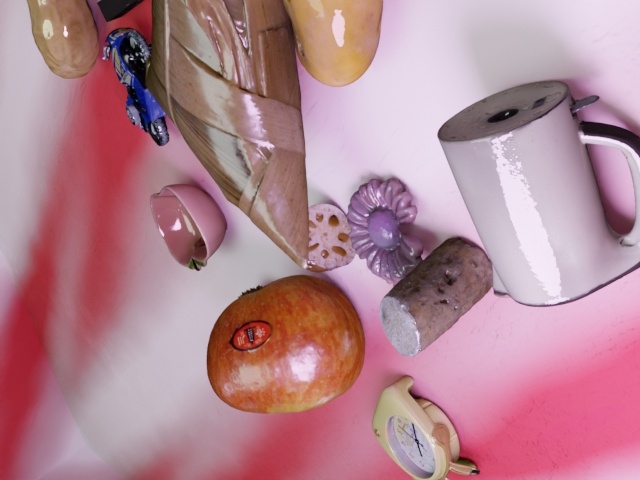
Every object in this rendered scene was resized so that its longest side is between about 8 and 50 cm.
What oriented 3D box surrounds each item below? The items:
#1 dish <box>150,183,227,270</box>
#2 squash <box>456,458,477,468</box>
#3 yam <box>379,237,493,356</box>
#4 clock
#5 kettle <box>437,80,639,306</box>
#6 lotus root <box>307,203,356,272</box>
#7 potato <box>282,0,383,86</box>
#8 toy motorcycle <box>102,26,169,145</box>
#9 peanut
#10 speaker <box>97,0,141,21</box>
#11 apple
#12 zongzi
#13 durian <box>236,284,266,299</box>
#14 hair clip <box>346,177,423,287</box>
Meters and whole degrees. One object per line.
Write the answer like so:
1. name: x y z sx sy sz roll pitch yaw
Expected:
1. dish: -0.278 -0.039 1.907 0.213 0.090 0.213 34 141 34
2. squash: 0.268 0.432 1.664 0.089 0.027 0.027 -6 114 59
3. yam: 0.170 0.085 1.313 0.107 0.194 0.107 31 141 29
4. clock: 0.199 0.384 1.651 0.232 0.069 0.170 45 142 28
5. kettle: 0.289 -0.056 1.070 0.240 0.165 0.255 -14 110 27
6. lotus root: 0.003 0.000 1.543 0.081 0.112 0.122 130 135 -68
7. potato: 0.018 -0.319 1.197 0.146 0.150 0.234 -2 137 13
8. toy motorcycle: -0.363 -0.322 1.748 0.169 0.113 0.315 52 159 26
9. peanut: -0.543 -0.483 1.811 0.147 0.147 0.319 29 137 36
10. speaker: -0.373 -0.474 1.678 0.191 0.040 0.046 -5 112 56
11. apple: -0.070 0.192 1.662 0.277 0.309 0.250 -62 -36 -84
12. zongzi: -0.081 -0.269 1.250 0.467 0.218 0.500 52 151 24
13. durian: -0.126 0.174 1.868 0.168 0.137 0.158 34 125 53
14. hair clip: 0.126 0.042 1.451 0.173 0.069 0.300 8 125 51
